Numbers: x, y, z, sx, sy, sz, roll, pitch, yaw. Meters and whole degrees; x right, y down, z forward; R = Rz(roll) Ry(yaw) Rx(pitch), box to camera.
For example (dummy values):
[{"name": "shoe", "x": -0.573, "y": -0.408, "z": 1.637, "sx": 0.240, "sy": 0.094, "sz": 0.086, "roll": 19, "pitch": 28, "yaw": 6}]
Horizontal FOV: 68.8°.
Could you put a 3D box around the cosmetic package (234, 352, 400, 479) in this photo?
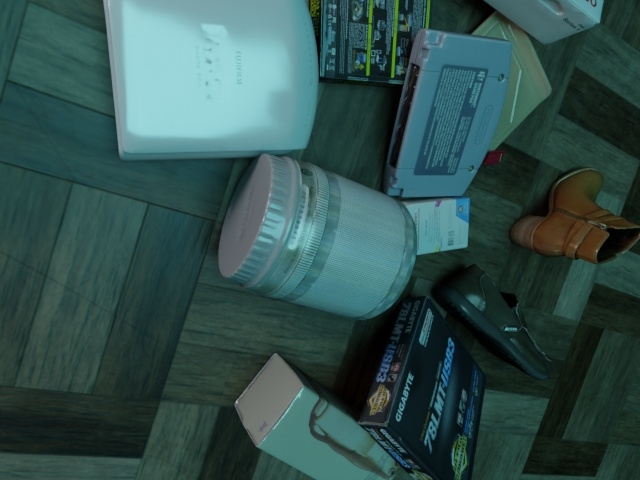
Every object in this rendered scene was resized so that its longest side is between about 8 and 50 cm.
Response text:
[{"name": "cosmetic package", "x": 0.003, "y": 0.359, "z": 0.884, "sx": 0.296, "sy": 0.153, "sz": 0.129, "roll": 41, "pitch": 83, "yaw": -27}]

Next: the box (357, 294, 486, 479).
[{"name": "box", "x": 0.223, "y": 0.315, "z": 0.936, "sx": 0.293, "sy": 0.073, "sz": 0.295, "roll": 52, "pitch": 45, "yaw": -25}]

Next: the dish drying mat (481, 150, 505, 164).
[{"name": "dish drying mat", "x": 0.362, "y": -0.173, "z": 0.976, "sx": 0.083, "sy": 0.008, "sz": 0.032, "roll": -13, "pitch": 139, "yaw": -48}]

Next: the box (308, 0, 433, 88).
[{"name": "box", "x": 0.089, "y": -0.406, "z": 0.797, "sx": 0.217, "sy": 0.060, "sz": 0.269, "roll": -5, "pitch": 104, "yaw": -24}]

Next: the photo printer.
[{"name": "photo printer", "x": -0.149, "y": -0.250, "z": 0.699, "sx": 0.308, "sy": 0.107, "sz": 0.255, "roll": -5, "pitch": 104, "yaw": -23}]

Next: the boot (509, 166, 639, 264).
[{"name": "boot", "x": 0.581, "y": -0.058, "z": 1.005, "sx": 0.284, "sy": 0.220, "sz": 0.108, "roll": -31, "pitch": 112, "yaw": -15}]

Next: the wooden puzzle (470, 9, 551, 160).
[{"name": "wooden puzzle", "x": 0.336, "y": -0.307, "z": 0.943, "sx": 0.239, "sy": 0.044, "sz": 0.221, "roll": -43, "pitch": 115, "yaw": -5}]

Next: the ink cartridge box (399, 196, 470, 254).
[{"name": "ink cartridge box", "x": 0.205, "y": -0.030, "z": 0.932, "sx": 0.182, "sy": 0.062, "sz": 0.104, "roll": -7, "pitch": 105, "yaw": -23}]

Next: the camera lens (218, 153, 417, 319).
[{"name": "camera lens", "x": 0.000, "y": 0.000, "z": 0.760, "sx": 0.275, "sy": 0.219, "sz": 0.219, "roll": 19, "pitch": 94, "yaw": -27}]

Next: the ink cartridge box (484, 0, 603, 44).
[{"name": "ink cartridge box", "x": 0.422, "y": -0.541, "z": 0.854, "sx": 0.202, "sy": 0.117, "sz": 0.277, "roll": 18, "pitch": 81, "yaw": -26}]

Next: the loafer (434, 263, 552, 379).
[{"name": "loafer", "x": 0.413, "y": 0.183, "z": 1.033, "sx": 0.366, "sy": 0.134, "sz": 0.130, "roll": 41, "pitch": 84, "yaw": -26}]

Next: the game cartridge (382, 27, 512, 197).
[{"name": "game cartridge", "x": 0.235, "y": -0.221, "z": 0.862, "sx": 0.198, "sy": 0.062, "sz": 0.297, "roll": -5, "pitch": 123, "yaw": -25}]
